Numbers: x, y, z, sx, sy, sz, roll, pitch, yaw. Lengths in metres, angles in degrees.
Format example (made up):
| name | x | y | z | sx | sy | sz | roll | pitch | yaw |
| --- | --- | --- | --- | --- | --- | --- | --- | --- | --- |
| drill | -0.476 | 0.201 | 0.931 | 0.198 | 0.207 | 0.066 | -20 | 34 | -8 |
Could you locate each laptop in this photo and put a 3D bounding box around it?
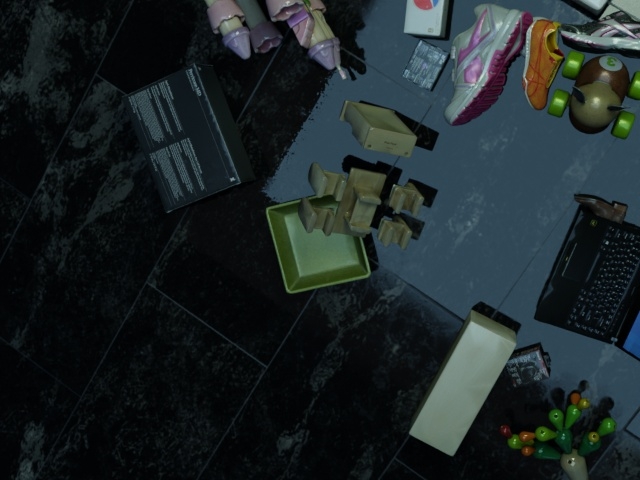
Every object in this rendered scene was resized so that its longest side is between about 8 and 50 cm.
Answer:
| name | x | y | z | sx | sy | sz | roll | pitch | yaw |
| --- | --- | --- | --- | --- | --- | --- | --- | --- | --- |
| laptop | 0.572 | 0.104 | 1.704 | 0.264 | 0.136 | 0.234 | 18 | 105 | -5 |

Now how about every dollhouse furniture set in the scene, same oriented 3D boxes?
| name | x | y | z | sx | sy | sz | roll | pitch | yaw |
| --- | --- | --- | --- | --- | --- | --- | --- | --- | --- |
| dollhouse furniture set | 0.083 | -0.129 | 1.803 | 0.212 | 0.161 | 0.242 | 10 | 114 | -20 |

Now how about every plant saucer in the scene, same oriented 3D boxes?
| name | x | y | z | sx | sy | sz | roll | pitch | yaw |
| --- | --- | --- | --- | --- | --- | --- | --- | --- | --- |
| plant saucer | 0.000 | 0.000 | 1.907 | 0.188 | 0.045 | 0.188 | -13 | 94 | 18 |

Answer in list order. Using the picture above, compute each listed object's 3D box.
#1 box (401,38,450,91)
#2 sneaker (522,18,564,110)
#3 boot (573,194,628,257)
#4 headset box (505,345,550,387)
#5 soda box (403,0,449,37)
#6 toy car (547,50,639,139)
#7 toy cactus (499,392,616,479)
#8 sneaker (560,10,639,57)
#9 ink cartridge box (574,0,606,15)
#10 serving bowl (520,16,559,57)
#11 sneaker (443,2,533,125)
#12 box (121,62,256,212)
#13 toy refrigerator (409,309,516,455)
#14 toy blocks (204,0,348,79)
| name | x | y | z | sx | sy | sz | roll | pitch | yaw |
| --- | --- | --- | --- | --- | --- | --- | --- | --- | --- |
| box | 0.207 | -0.346 | 1.811 | 0.067 | 0.018 | 0.083 | 28 | 105 | 10 |
| sneaker | 0.416 | -0.322 | 1.710 | 0.067 | 0.064 | 0.175 | 16 | 128 | 31 |
| boot | 0.524 | -0.024 | 1.762 | 0.106 | 0.037 | 0.114 | 16 | 106 | 11 |
| headset box | 0.416 | 0.252 | 1.834 | 0.083 | 0.032 | 0.062 | -21 | 93 | 17 |
| soda box | 0.211 | -0.501 | 1.761 | 0.074 | 0.069 | 0.216 | 8 | 100 | 15 |
| toy car | 0.500 | -0.262 | 1.651 | 0.155 | 0.188 | 0.149 | 21 | 103 | 12 |
| toy cactus | 0.481 | 0.401 | 1.817 | 0.219 | 0.112 | 0.180 | -20 | 111 | 15 |
| sneaker | 0.533 | -0.387 | 1.696 | 0.178 | 0.072 | 0.077 | 10 | 88 | 7 |
| ink cartridge box | 0.413 | -0.591 | 1.663 | 0.353 | 0.119 | 0.207 | 35 | 106 | 7 |
| serving bowl | 0.410 | -0.384 | 1.743 | 0.083 | 0.027 | 0.083 | 3 | 99 | 16 |
| sneaker | 0.298 | -0.339 | 1.751 | 0.111 | 0.103 | 0.252 | 38 | 111 | 25 |
| box | -0.273 | -0.214 | 1.923 | 0.184 | 0.103 | 0.261 | -20 | 92 | 21 |
| toy refrigerator | 0.285 | 0.284 | 1.847 | 0.102 | 0.094 | 0.269 | 26 | 105 | 4 |
| toy blocks | -0.028 | -0.441 | 1.726 | 0.309 | 0.288 | 0.260 | -30 | 83 | 16 |
